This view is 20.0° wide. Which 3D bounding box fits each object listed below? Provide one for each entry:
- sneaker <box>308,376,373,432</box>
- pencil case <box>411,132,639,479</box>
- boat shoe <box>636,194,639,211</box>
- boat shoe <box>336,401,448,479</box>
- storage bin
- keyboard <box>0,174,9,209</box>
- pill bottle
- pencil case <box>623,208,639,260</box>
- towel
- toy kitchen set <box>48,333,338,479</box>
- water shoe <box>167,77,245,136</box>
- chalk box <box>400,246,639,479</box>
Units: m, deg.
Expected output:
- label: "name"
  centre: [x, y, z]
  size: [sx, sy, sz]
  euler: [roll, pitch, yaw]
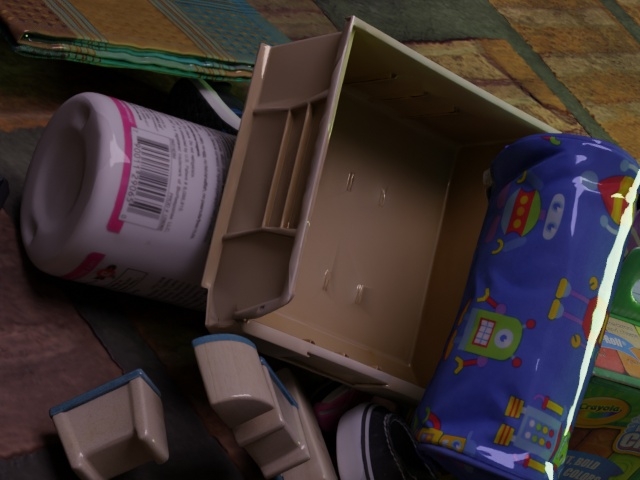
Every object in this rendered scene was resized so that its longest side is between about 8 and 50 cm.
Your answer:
- label: "sneaker"
  centre: [0.019, 0.114, 1.647]
  size: [0.075, 0.063, 0.170]
  euler: [31, 36, 13]
- label: "pencil case"
  centre: [0.166, 0.057, 1.474]
  size: [0.133, 0.306, 0.119]
  euler: [11, -16, 25]
- label: "boat shoe"
  centre: [0.460, 0.031, 2.094]
  size: [0.340, 0.127, 0.158]
  euler: [28, 6, 0]
- label: "boat shoe"
  centre: [0.101, 0.245, 1.493]
  size: [0.108, 0.102, 0.301]
  euler: [32, 28, -43]
- label: "storage bin"
  centre: [0.052, -0.013, 1.537]
  size: [0.262, 0.123, 0.260]
  euler: [24, 72, -39]
- label: "keyboard"
  centre: [-0.328, -0.029, 1.520]
  size: [0.108, 0.023, 0.180]
  euler: [31, 31, -11]
- label: "pill bottle"
  centre: [-0.105, -0.019, 1.596]
  size: [0.283, 0.160, 0.160]
  euler: [16, 37, -32]
- label: "pencil case"
  centre: [0.347, 0.022, 1.964]
  size: [0.088, 0.206, 0.086]
  euler: [37, 44, -6]
- label: "towel"
  centre: [-0.203, -0.236, 1.852]
  size: [0.370, 0.040, 0.271]
  euler: [4, 29, -39]
- label: "toy kitchen set"
  centre: [-0.102, 0.155, 1.472]
  size: [0.207, 0.166, 0.122]
  euler: [59, 8, -49]
- label: "water shoe"
  centre: [-0.070, -0.094, 1.812]
  size: [0.080, 0.073, 0.203]
  euler: [-9, 54, -49]
- label: "chalk box"
  centre: [0.233, 0.126, 1.621]
  size: [0.180, 0.289, 0.179]
  euler: [17, 37, -30]
